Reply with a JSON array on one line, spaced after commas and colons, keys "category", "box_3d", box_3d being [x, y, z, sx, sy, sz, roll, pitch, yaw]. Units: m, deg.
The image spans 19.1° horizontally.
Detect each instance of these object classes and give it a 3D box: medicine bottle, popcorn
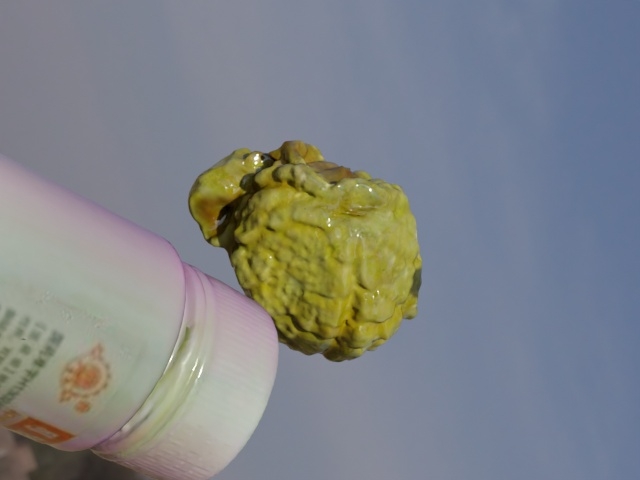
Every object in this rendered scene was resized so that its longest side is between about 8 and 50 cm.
[{"category": "medicine bottle", "box_3d": [-0.242, 0.066, 1.708, 0.388, 0.219, 0.219, 28, 14, -33]}, {"category": "popcorn", "box_3d": [0.000, 0.000, 2.180, 0.225, 0.174, 0.286, -33, -86, 38]}]
